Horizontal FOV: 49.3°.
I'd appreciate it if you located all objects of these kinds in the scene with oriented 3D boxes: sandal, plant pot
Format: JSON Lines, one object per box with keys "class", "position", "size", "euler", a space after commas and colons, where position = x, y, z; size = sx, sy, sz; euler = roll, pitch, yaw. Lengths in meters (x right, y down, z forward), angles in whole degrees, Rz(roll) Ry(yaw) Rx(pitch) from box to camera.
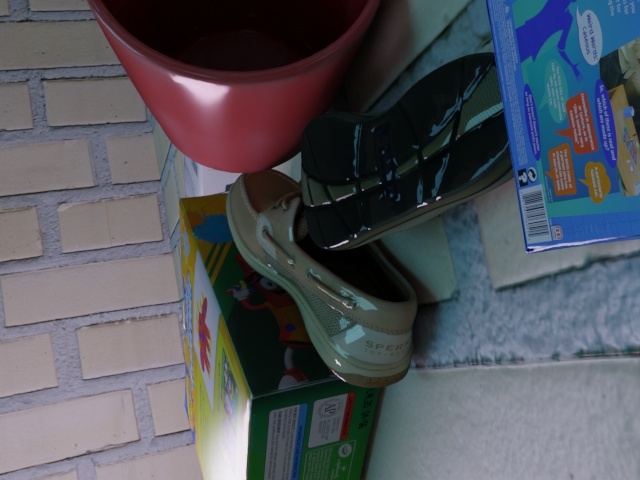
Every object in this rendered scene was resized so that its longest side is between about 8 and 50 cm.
{"class": "sandal", "position": [0.071, -0.058, 0.565], "size": [0.302, 0.086, 0.120], "euler": [-9, 83, 57]}
{"class": "plant pot", "position": [-0.081, -0.208, 0.704], "size": [0.243, 0.274, 0.275], "euler": [102, 155, -68]}

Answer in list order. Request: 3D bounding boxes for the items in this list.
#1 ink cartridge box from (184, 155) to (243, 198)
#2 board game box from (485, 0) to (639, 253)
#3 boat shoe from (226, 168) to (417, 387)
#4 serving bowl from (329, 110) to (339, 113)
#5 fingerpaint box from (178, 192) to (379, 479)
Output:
{"class": "ink cartridge box", "position": [-0.193, -0.127, 1.273], "size": [0.160, 0.092, 0.220], "euler": [-118, 27, -47]}
{"class": "board game box", "position": [0.162, -0.081, 0.324], "size": [0.210, 0.047, 0.160], "euler": [166, 96, -72]}
{"class": "boat shoe", "position": [0.000, 0.000, 0.746], "size": [0.341, 0.121, 0.110], "euler": [48, 139, 42]}
{"class": "serving bowl", "position": [0.022, -0.096, 0.751], "size": [0.083, 0.027, 0.084], "euler": [-177, 90, -73]}
{"class": "fingerpaint box", "position": [-0.081, 0.211, 0.979], "size": [0.371, 0.163, 0.445], "euler": [-121, 30, -47]}
